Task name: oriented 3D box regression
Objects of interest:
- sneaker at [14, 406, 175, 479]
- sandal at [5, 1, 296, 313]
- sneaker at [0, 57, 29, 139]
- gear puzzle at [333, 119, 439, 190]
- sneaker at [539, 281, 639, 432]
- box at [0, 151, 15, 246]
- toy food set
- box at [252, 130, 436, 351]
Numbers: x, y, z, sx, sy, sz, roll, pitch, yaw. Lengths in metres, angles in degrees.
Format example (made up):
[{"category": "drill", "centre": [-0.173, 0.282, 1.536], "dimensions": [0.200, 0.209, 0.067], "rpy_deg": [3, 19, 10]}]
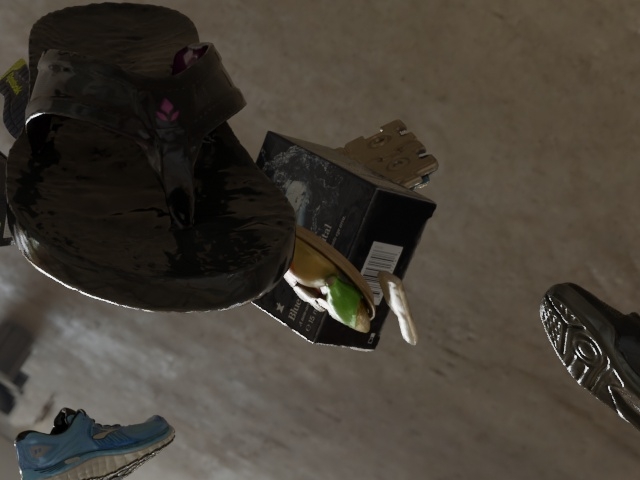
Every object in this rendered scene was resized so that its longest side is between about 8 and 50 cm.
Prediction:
[{"category": "sneaker", "centre": [-0.189, 0.167, 1.089], "dimensions": [0.063, 0.162, 0.073], "rpy_deg": [-39, 73, 32]}, {"category": "sandal", "centre": [-0.132, -0.095, 0.855], "dimensions": [0.167, 0.446, 0.107], "rpy_deg": [-7, 121, -15]}, {"category": "sneaker", "centre": [-0.272, -0.127, 1.241], "dimensions": [0.059, 0.053, 0.144], "rpy_deg": [47, -174, -34]}, {"category": "gear puzzle", "centre": [-0.024, -0.031, 1.523], "dimensions": [0.044, 0.338, 0.175], "rpy_deg": [66, 177, -28]}, {"category": "sneaker", "centre": [0.319, 0.105, 1.220], "dimensions": [0.227, 0.130, 0.087], "rpy_deg": [41, 151, 14]}, {"category": "box", "centre": [-0.419, -0.050, 1.304], "dimensions": [0.183, 0.232, 0.059], "rpy_deg": [35, 121, 39]}, {"category": "toy food set", "centre": [-0.011, 0.029, 1.057], "dimensions": [0.192, 0.038, 0.132], "rpy_deg": [30, 161, 28]}, {"category": "box", "centre": [0.000, 0.000, 1.214], "dimensions": [0.093, 0.156, 0.158], "rpy_deg": [12, -166, -47]}]
